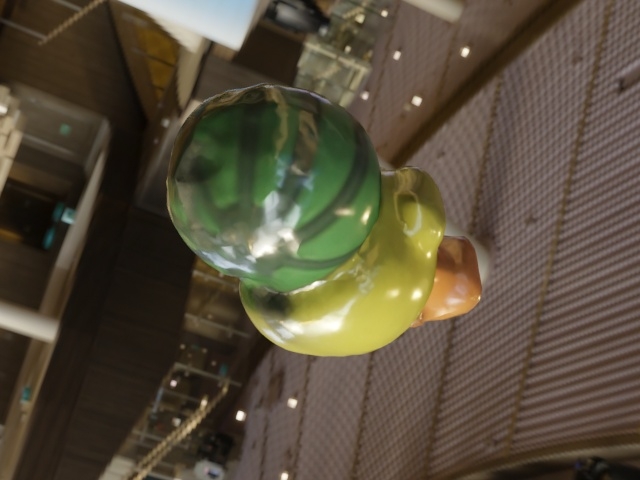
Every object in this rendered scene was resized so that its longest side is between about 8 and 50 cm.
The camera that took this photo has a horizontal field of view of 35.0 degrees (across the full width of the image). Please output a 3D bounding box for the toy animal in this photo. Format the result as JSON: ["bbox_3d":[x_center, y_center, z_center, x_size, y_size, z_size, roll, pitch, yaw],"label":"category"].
[{"bbox_3d":[-0.001,0.002,0.931,0.216,0.338,0.191,-14,-128,28],"label":"toy animal"}]
